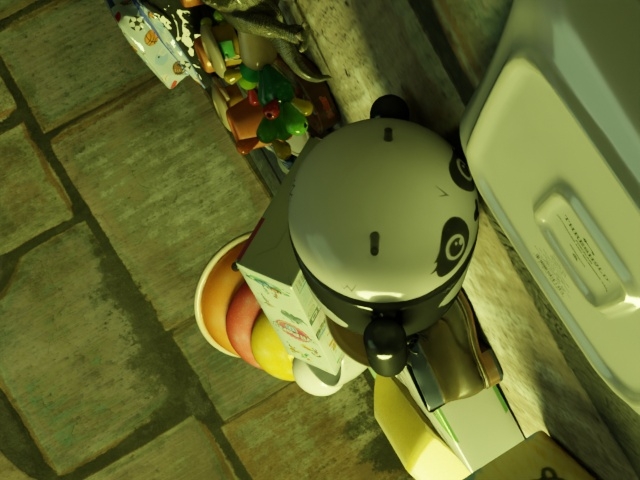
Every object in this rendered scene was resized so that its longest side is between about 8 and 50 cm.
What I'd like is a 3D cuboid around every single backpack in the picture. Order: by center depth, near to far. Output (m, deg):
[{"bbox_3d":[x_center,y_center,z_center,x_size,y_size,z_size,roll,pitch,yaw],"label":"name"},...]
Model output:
[{"bbox_3d":[-0.264,-0.426,1.471,0.276,0.213,0.263,62,-174,-53],"label":"backpack"}]

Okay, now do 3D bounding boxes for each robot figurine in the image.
[{"bbox_3d":[0.063,-0.003,0.773,0.209,0.173,0.278,51,173,17],"label":"robot figurine"}]

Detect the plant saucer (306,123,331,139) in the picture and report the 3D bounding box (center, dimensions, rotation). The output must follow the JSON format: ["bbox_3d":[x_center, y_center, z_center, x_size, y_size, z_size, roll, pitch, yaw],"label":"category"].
[{"bbox_3d":[-0.014,-0.177,1.242,0.083,0.015,0.083,30,-167,-8],"label":"plant saucer"}]

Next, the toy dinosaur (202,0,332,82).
[{"bbox_3d":[-0.093,-0.292,0.944,0.313,0.121,0.160,18,-168,-41],"label":"toy dinosaur"}]

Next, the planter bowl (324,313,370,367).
[{"bbox_3d":[0.098,0.087,1.146,0.162,0.162,0.109,60,-157,0],"label":"planter bowl"}]

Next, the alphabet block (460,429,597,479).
[{"bbox_3d":[0.252,0.369,0.908,0.193,0.192,0.197,60,175,-18],"label":"alphabet block"}]

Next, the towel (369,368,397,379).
[{"bbox_3d":[0.104,0.156,1.662,0.248,0.038,0.325,57,162,27],"label":"towel"}]

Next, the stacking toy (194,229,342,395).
[{"bbox_3d":[-0.061,0.203,1.877,0.480,0.350,0.351,38,159,56],"label":"stacking toy"}]

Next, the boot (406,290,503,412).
[{"bbox_3d":[0.139,0.113,1.027,0.219,0.106,0.082,61,175,-11],"label":"boot"}]

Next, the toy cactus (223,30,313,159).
[{"bbox_3d":[-0.083,-0.214,1.093,0.219,0.112,0.181,-113,7,-57],"label":"toy cactus"}]

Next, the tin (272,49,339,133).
[{"bbox_3d":[-0.027,-0.222,1.164,0.106,0.040,0.190,59,177,-38],"label":"tin"}]

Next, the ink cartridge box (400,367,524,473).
[{"bbox_3d":[0.192,0.223,1.205,0.160,0.092,0.219,60,176,-19],"label":"ink cartridge box"}]

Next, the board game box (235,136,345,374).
[{"bbox_3d":[0.005,0.033,1.205,0.097,0.224,0.303,19,155,25],"label":"board game box"}]

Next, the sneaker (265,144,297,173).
[{"bbox_3d":[-0.090,-0.215,1.821,0.135,0.052,0.058,52,164,5],"label":"sneaker"}]

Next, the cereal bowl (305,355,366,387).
[{"bbox_3d":[0.016,0.095,1.534,0.339,0.141,0.339,54,155,38],"label":"cereal bowl"}]

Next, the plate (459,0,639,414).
[{"bbox_3d":[0.164,-0.002,0.467,0.277,0.045,0.278,58,175,11],"label":"plate"}]

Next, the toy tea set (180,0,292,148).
[{"bbox_3d":[-0.124,-0.300,1.319,0.200,0.124,0.336,-123,13,-44],"label":"toy tea set"}]

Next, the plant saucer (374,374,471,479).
[{"bbox_3d":[0.223,0.393,1.419,0.333,0.081,0.333,45,180,-14],"label":"plant saucer"}]

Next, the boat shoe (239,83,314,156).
[{"bbox_3d":[-0.064,-0.234,1.448,0.065,0.075,0.206,-14,-120,-50],"label":"boat shoe"}]
